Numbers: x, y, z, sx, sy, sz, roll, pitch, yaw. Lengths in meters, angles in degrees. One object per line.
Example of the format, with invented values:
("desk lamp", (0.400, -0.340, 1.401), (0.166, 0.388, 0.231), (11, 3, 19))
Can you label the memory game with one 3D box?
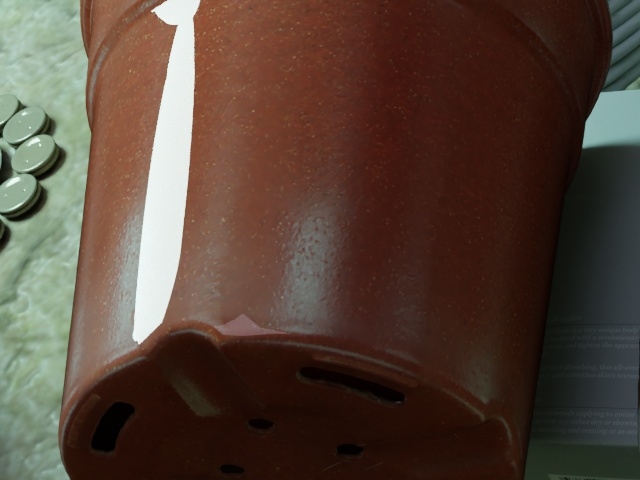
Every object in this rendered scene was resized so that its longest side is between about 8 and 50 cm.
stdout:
("memory game", (-0.274, -0.037, 1.415), (0.186, 0.012, 0.186), (-18, 43, 18))

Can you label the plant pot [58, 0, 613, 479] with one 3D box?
("plant pot", (0.000, 0.000, 0.903), (0.272, 0.272, 0.265), (-13, 48, 23))

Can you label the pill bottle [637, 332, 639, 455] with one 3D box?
("pill bottle", (0.201, 0.057, 0.818), (0.131, 0.131, 0.229), (-9, 57, 26))

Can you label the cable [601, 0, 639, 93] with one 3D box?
("cable", (0.096, -0.138, 1.181), (0.257, 0.089, 0.257), (11, 44, 48))

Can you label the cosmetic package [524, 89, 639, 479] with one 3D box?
("cosmetic package", (0.179, 0.034, 0.990), (0.127, 0.107, 0.238), (-1, 48, 34))
